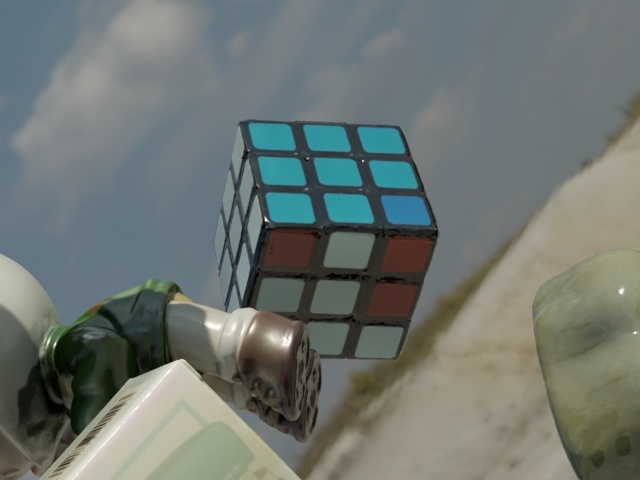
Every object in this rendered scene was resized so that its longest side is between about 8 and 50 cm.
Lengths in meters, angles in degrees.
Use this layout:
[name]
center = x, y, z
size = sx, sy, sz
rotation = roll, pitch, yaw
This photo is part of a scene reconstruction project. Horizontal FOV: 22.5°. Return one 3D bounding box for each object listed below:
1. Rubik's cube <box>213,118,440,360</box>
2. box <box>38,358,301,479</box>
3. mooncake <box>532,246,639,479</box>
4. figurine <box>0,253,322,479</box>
[Rubik's cube]
center = 0.000, 0.000, 1.448
size = 0.161, 0.162, 0.163
rotation = -106, 24, -48
[box]
center = -0.119, 0.199, 0.801
size = 0.269, 0.135, 0.079
rotation = -48, 9, -28
[mooncake]
center = 0.276, 0.130, 1.323
size = 0.135, 0.275, 0.275
rotation = -28, 3, 20
[figurine]
center = -0.188, 0.087, 1.094
size = 0.281, 0.370, 0.167
rotation = 68, -154, -65
